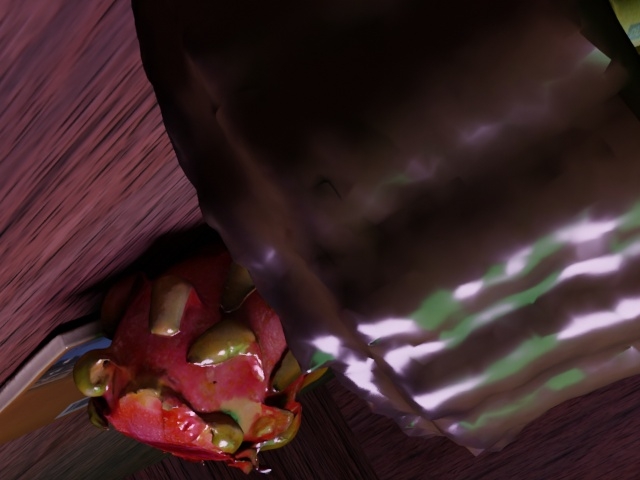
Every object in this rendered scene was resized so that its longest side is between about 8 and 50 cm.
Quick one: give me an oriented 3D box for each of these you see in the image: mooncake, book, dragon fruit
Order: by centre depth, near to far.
[{"bbox_3d":[0.056,-0.062,0.497,0.187,0.324,0.324,-31,169,14],"label":"mooncake"},{"bbox_3d":[-0.105,0.110,1.058,0.243,0.227,0.307,-65,165,0],"label":"dragon fruit"},{"bbox_3d":[-0.296,0.166,1.276,0.262,0.028,0.374,-17,163,-48],"label":"book"}]

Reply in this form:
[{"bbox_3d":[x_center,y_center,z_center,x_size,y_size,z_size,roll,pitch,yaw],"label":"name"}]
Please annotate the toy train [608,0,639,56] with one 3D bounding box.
[{"bbox_3d":[0.259,-0.185,0.924,0.369,0.150,0.237,-22,157,-37],"label":"toy train"}]
